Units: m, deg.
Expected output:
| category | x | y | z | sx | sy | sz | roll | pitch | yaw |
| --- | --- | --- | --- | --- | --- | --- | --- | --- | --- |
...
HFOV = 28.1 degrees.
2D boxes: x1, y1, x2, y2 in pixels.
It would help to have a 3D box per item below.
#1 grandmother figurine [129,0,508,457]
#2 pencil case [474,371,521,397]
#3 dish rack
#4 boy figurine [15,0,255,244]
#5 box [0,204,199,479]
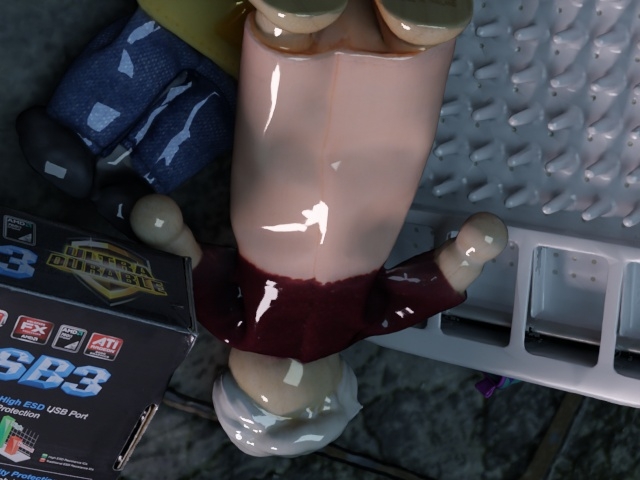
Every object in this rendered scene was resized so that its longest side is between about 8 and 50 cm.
| category | x | y | z | sx | sy | sz | roll | pitch | yaw |
| --- | --- | --- | --- | --- | --- | --- | --- | --- | --- |
| grandmother figurine | 0.000 | 0.000 | 0.711 | 0.208 | 0.104 | 0.342 | 9 | 132 | -5 |
| pencil case | 0.180 | 0.067 | 0.880 | 0.152 | 0.064 | 0.070 | -2 | 114 | -20 |
| dish rack | 0.135 | -0.085 | 0.734 | 0.072 | 0.285 | 0.333 | -21 | 117 | -53 |
| boy figurine | -0.034 | -0.129 | 0.708 | 0.285 | 0.092 | 0.177 | -45 | 116 | 8 |
| box | -0.253 | 0.095 | 0.655 | 0.295 | 0.073 | 0.293 | 15 | 123 | -23 |
